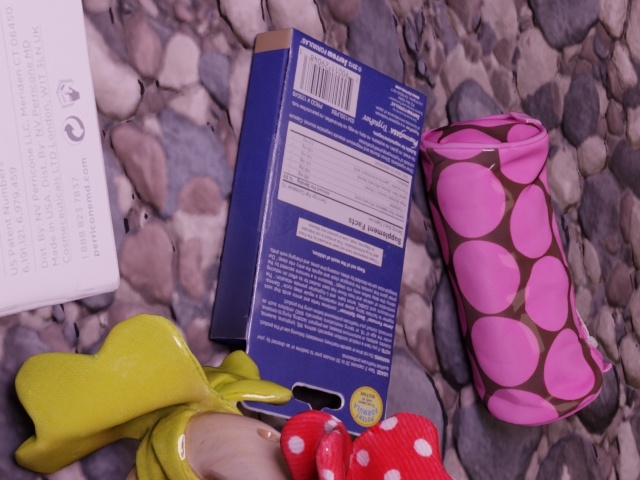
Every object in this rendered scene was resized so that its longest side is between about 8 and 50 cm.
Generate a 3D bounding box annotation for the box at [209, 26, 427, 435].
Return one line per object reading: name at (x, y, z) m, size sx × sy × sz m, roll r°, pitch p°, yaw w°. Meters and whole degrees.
box at (0.000, 0.000, 0.952) m, size 0.136 × 0.036 × 0.225 m, roll 21°, pitch 71°, yaw -47°

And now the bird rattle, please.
bird rattle at (-0.034, 0.151, 0.766) m, size 0.143 × 0.253 × 0.207 m, roll 0°, pitch 112°, yaw -49°

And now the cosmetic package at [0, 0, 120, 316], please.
cosmetic package at (-0.232, -0.028, 0.539) m, size 0.225 × 0.224 × 0.138 m, roll -16°, pitch 101°, yaw -49°

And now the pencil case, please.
pencil case at (0.134, 0.015, 1.069) m, size 0.098 × 0.095 × 0.209 m, roll -19°, pitch 108°, yaw -12°
